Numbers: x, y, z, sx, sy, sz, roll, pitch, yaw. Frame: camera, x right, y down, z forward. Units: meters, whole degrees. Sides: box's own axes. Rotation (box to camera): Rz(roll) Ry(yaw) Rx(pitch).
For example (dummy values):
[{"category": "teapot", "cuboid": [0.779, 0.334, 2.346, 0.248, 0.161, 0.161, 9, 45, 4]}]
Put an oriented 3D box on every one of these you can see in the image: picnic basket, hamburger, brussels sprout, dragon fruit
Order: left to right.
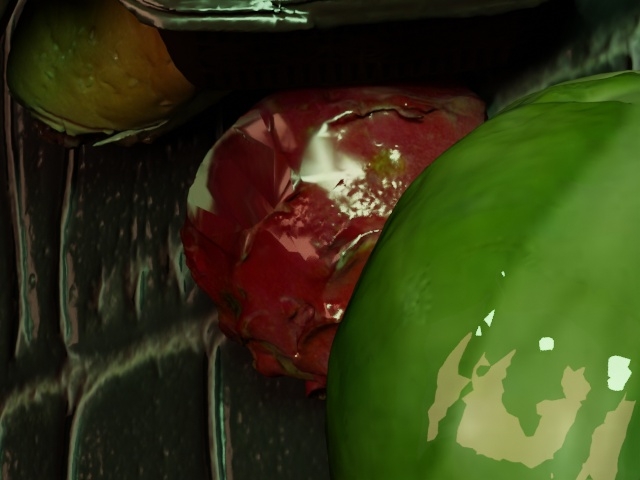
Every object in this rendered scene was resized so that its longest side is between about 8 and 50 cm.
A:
[{"category": "hamburger", "cuboid": [-0.110, -0.179, 1.168, 0.245, 0.155, 0.282, 26, 100, 42]}, {"category": "dragon fruit", "cuboid": [0.000, 0.000, 1.023, 0.262, 0.189, 0.163, -54, 17, 28]}, {"category": "picnic basket", "cuboid": [0.014, -0.195, 0.957, 0.129, 0.296, 0.223, 88, 176, -62]}, {"category": "brussels sprout", "cuboid": [0.157, 0.086, 0.729, 0.275, 0.315, 0.371, -8, 65, 29]}]

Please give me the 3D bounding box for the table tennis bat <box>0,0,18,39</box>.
[{"category": "table tennis bat", "cuboid": [-0.221, -0.217, 1.123, 0.268, 0.051, 0.414, -67, 17, -9]}]
